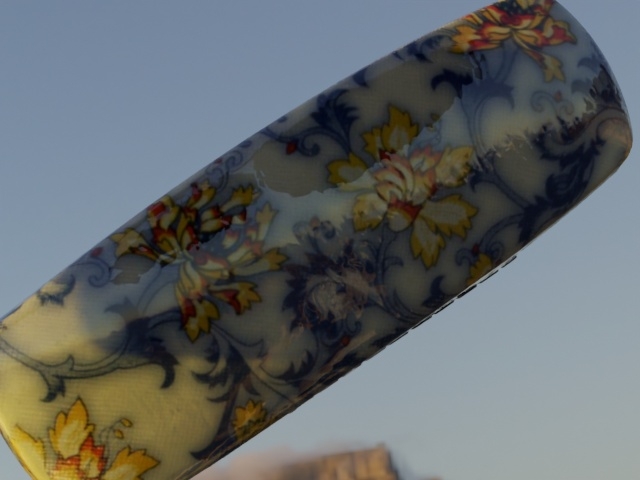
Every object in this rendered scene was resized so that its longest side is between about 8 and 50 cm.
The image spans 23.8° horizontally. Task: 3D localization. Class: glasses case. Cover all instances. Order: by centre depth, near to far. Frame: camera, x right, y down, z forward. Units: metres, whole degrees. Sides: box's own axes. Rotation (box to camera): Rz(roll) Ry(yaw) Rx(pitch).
[{"bbox_3d":[0.000,0.000,0.515,0.248,0.087,0.065,-32,6,-18],"label":"glasses case"}]
